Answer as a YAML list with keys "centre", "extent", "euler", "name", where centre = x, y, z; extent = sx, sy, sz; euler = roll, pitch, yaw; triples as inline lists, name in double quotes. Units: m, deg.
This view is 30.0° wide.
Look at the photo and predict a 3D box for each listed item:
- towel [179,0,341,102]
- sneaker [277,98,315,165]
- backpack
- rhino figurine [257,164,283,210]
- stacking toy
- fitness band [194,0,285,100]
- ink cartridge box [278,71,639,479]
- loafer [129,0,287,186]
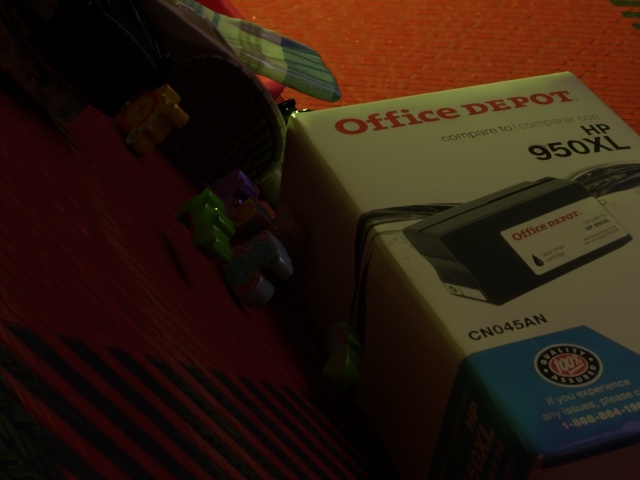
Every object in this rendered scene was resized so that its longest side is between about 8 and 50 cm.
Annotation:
- centre: [-0.117, -0.220, 1.222]
  extent: [0.285, 0.034, 0.209]
  euler: [22, 13, -11]
  name: "towel"
- centre: [-0.044, -0.136, 1.540]
  extent: [0.084, 0.097, 0.235]
  euler: [48, 6, -24]
  name: "sneaker"
- centre: [-0.155, -0.133, 0.693]
  extent: [0.114, 0.084, 0.105]
  euler: [59, 8, 25]
  name: "backpack"
- centre: [0.000, 0.000, 1.152]
  extent: [0.243, 0.073, 0.106]
  euler: [51, 9, 11]
  name: "rhino figurine"
- centre: [-0.057, -0.001, 0.841]
  extent: [0.167, 0.052, 0.221]
  euler: [45, 10, -36]
  name: "stacking toy"
- centre: [-0.160, -0.289, 1.595]
  extent: [0.291, 0.054, 0.209]
  euler: [53, 20, 20]
  name: "fitness band"
- centre: [0.166, 0.048, 0.921]
  extent: [0.395, 0.285, 0.166]
  euler: [-124, -149, -44]
  name: "ink cartridge box"
- centre: [-0.124, -0.148, 0.961]
  extent: [0.268, 0.102, 0.092]
  euler: [47, 13, -32]
  name: "loafer"
